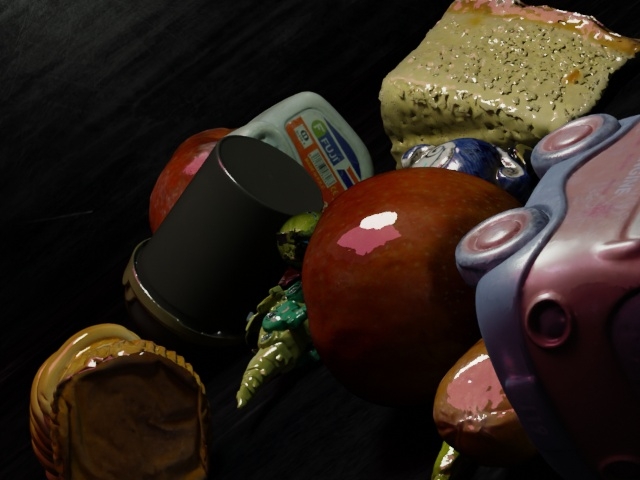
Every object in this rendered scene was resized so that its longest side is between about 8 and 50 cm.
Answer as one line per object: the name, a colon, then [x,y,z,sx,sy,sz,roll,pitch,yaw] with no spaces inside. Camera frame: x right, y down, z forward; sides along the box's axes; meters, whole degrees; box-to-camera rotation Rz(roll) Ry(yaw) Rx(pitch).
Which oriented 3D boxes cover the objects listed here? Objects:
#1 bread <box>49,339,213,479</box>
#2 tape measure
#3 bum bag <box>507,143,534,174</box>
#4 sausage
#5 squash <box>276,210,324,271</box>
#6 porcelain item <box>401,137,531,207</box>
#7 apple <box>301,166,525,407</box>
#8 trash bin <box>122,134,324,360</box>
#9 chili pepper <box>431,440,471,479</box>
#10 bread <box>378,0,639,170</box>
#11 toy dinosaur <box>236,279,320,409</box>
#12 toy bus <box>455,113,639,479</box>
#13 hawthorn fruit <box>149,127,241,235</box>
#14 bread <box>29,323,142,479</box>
bread: [-0.214,0.210,1.593,0.199,0.199,0.104,-37,10,1]
tape measure: [-0.039,-0.086,2.160,0.246,0.243,0.125,-36,10,-31]
bum bag: [0.177,-0.058,1.806,0.232,0.060,0.106,-23,9,44]
sausage: [0.181,0.081,1.114,0.109,0.109,0.270,-24,17,49]
squash: [0.000,0.002,1.817,0.087,0.087,0.331,-34,-7,14]
porcelain item: [0.116,0.004,1.574,0.288,0.138,0.186,-39,22,-3]
apple: [0.098,0.044,1.284,0.230,0.230,0.230,-36,11,8]
trash bin: [-0.149,0.032,1.987,0.334,0.214,0.214,-53,3,27]
chili pepper: [0.135,0.148,1.178,0.049,0.043,0.208,9,47,40]
bread: [0.273,-0.178,1.996,0.315,0.279,0.248,27,55,29]
toy dinosaur: [-0.039,0.118,1.699,0.153,0.094,0.259,-29,18,24]
toy bus: [0.252,0.025,0.951,0.231,0.197,0.294,-13,23,40]
hawthorn fruit: [-0.163,-0.067,2.385,0.284,0.284,0.284,-36,11,8]
bread: [-0.312,0.210,1.870,0.173,0.121,0.311,-41,-13,-27]
